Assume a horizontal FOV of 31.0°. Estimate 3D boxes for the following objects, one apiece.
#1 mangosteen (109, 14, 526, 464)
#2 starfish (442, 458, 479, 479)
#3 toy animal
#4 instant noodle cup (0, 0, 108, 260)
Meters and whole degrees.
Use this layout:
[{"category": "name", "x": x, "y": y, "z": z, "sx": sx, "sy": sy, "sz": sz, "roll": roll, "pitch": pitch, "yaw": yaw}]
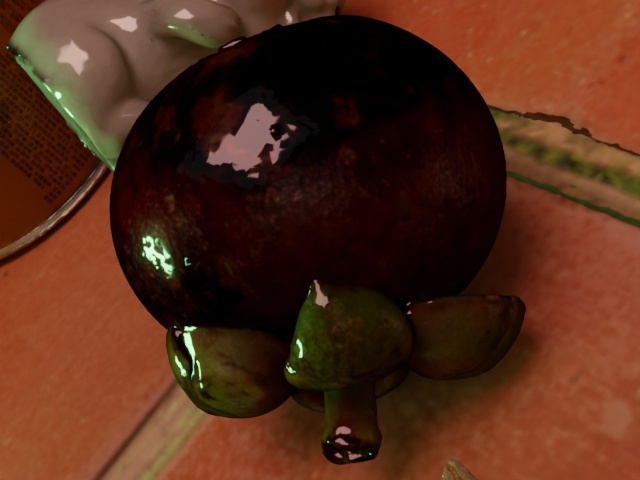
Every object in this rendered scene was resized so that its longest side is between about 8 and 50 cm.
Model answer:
[{"category": "mangosteen", "x": 0.000, "y": 0.000, "z": 0.517, "sx": 0.200, "sy": 0.200, "sz": 0.200, "roll": -19, "pitch": 47, "yaw": 22}, {"category": "starfish", "x": 0.089, "y": 0.141, "z": 0.414, "sx": 0.130, "sy": 0.041, "sz": 0.133, "roll": -17, "pitch": 54, "yaw": 36}, {"category": "toy animal", "x": -0.085, "y": -0.128, "z": 0.686, "sx": 0.193, "sy": 0.127, "sz": 0.178, "roll": -47, "pitch": 45, "yaw": -13}, {"category": "instant noodle cup", "x": -0.263, "y": -0.115, "z": 0.772, "sx": 0.230, "sy": 0.182, "sz": 0.230, "roll": -19, "pitch": 49, "yaw": 22}]
